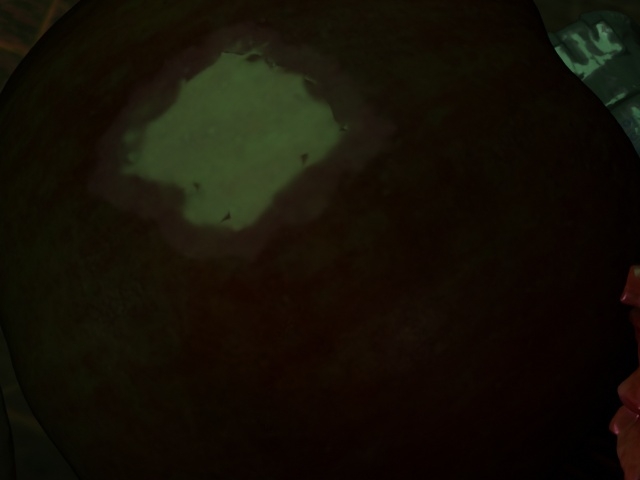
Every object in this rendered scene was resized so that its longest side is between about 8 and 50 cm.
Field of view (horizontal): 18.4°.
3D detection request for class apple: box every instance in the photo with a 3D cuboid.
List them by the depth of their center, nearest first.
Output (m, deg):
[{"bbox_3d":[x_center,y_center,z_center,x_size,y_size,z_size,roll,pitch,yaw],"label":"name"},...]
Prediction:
[{"bbox_3d":[0.000,0.000,0.558,0.174,0.188,0.188,-31,42,1],"label":"apple"}]

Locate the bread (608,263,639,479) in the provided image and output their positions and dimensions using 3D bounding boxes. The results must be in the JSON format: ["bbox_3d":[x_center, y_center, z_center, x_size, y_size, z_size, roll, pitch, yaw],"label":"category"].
[{"bbox_3d":[0.173,0.047,0.448,0.224,0.142,0.212,-10,55,3],"label":"bread"}]

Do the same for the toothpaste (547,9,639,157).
[{"bbox_3d":[0.133,0.018,0.584,0.089,0.057,0.234,-30,49,-3],"label":"toothpaste"}]

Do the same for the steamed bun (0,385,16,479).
[{"bbox_3d":[-0.243,0.061,0.576,0.394,0.237,0.346,43,98,17],"label":"steamed bun"}]
